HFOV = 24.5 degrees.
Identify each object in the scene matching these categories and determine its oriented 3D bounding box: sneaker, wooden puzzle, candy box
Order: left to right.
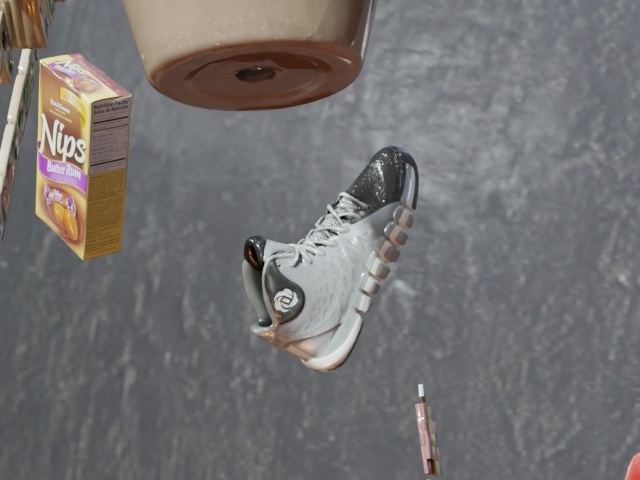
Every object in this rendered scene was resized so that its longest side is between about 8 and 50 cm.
[{"bbox_3d":[-0.249,-0.087,1.529,0.109,0.053,0.187,38,130,41],"label":"candy box"},{"bbox_3d":[0.000,0.000,1.377,0.086,0.132,0.229,9,76,63],"label":"sneaker"},{"bbox_3d":[0.078,0.143,1.050,0.006,0.049,0.083,-10,77,12],"label":"wooden puzzle"}]

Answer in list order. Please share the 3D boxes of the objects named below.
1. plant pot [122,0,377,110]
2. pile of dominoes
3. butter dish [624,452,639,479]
[{"bbox_3d":[-0.047,-0.219,1.024,0.263,0.263,0.229,-20,70,48],"label":"plant pot"},{"bbox_3d":[-0.230,-0.147,1.124,0.196,0.040,0.251,90,180,-49],"label":"pile of dominoes"},{"bbox_3d":[0.233,0.245,0.968,0.160,0.118,0.160,22,114,43],"label":"butter dish"}]
